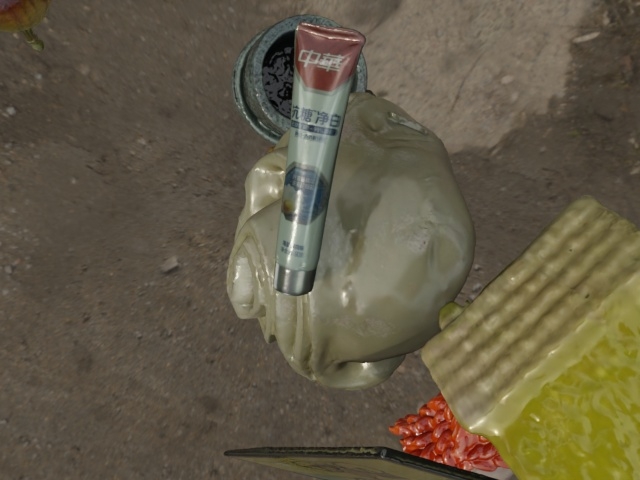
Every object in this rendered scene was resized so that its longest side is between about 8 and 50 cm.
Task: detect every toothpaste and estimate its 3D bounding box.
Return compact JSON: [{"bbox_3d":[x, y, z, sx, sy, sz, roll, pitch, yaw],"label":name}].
[{"bbox_3d":[-0.008,-0.066,0.667,0.062,0.039,0.239,14,109,15],"label":"toothpaste"}]

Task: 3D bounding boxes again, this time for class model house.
[{"bbox_3d":[0.197,0.092,0.541,0.193,0.175,0.234,-48,61,13],"label":"model house"}]

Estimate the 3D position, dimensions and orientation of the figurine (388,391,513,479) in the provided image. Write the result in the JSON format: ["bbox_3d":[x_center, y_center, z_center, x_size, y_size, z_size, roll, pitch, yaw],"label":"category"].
[{"bbox_3d":[0.303,0.462,1.507,0.306,0.241,0.412,-1,107,33],"label":"figurine"}]

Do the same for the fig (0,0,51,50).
[{"bbox_3d":[-0.504,-0.410,1.279,0.160,0.231,0.143,36,96,20],"label":"fig"}]

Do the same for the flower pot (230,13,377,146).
[{"bbox_3d":[-0.032,-0.339,1.605,0.299,0.283,0.299,0,92,-12],"label":"flower pot"}]

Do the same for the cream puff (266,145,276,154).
[{"bbox_3d":[-0.026,-0.096,1.081,0.116,0.094,0.122,27,62,1],"label":"cream puff"}]

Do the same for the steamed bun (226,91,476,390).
[{"bbox_3d":[0.004,-0.007,0.861,0.219,0.310,0.324,8,50,-23],"label":"steamed bun"}]

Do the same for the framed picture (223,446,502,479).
[{"bbox_3d":[0.105,0.230,0.704,0.324,0.244,0.013,24,65,-28],"label":"framed picture"}]
